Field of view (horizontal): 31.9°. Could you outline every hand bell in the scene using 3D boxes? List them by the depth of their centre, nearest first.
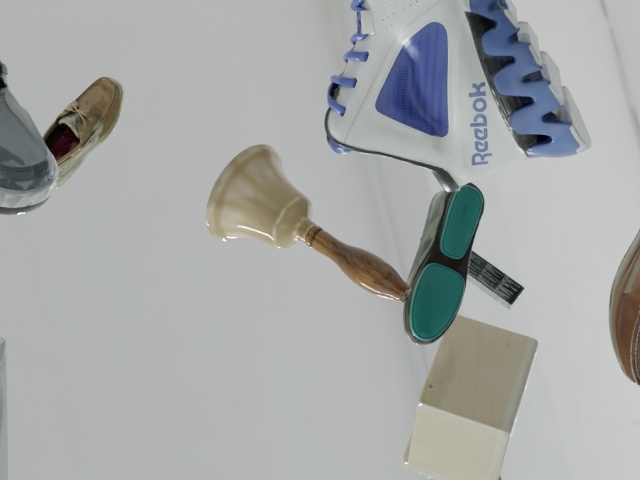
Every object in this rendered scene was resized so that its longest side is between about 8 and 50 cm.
[{"bbox_3d":[0.000,0.000,1.244,0.126,0.242,0.126,-38,-34,-32],"label":"hand bell"}]

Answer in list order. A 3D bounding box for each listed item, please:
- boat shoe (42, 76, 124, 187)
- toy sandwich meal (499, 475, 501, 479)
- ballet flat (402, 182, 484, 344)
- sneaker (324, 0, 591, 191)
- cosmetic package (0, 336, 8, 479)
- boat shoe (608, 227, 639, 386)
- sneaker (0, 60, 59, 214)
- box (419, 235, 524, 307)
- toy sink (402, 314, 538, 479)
[{"bbox_3d":[-0.254,-0.116,1.166,0.135,0.050,0.045,-58,-14,-5],"label":"boat shoe"},{"bbox_3d":[0.231,0.362,1.655,0.029,0.085,0.086,17,-115,-39],"label":"toy sandwich meal"},{"bbox_3d":[0.142,0.029,1.344,0.072,0.068,0.213,26,-108,-17],"label":"ballet flat"},{"bbox_3d":[0.059,-0.162,0.875,0.315,0.182,0.127,57,-162,-11],"label":"sneaker"},{"bbox_3d":[-0.302,0.196,0.673,0.155,0.197,0.366,-27,-49,-46],"label":"cosmetic package"},{"bbox_3d":[0.435,0.041,1.356,0.116,0.123,0.324,-104,20,-71],"label":"boat shoe"},{"bbox_3d":[-0.274,-0.170,0.786,0.295,0.178,0.124,43,-143,5],"label":"sneaker"},{"bbox_3d":[0.262,0.047,1.927,0.045,0.190,0.184,-53,-11,-2],"label":"box"},{"bbox_3d":[0.194,0.237,1.495,0.234,0.131,0.153,91,-160,-50],"label":"toy sink"}]
